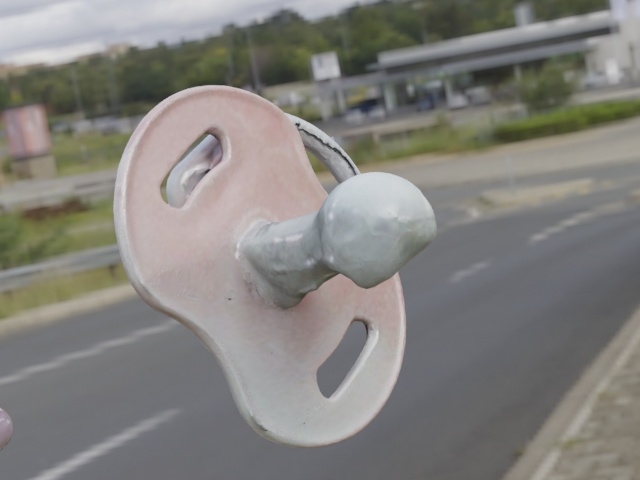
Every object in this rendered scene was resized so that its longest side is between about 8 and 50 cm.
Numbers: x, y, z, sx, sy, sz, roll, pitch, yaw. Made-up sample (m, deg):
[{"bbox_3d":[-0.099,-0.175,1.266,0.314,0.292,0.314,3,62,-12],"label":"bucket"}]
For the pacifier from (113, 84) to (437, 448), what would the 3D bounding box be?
[{"bbox_3d":[-0.028,0.017,1.257,0.220,0.332,0.273,-39,18,-4],"label":"pacifier"}]

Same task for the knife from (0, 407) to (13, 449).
[{"bbox_3d":[-0.228,0.146,0.739,0.132,0.038,0.398,-37,2,9],"label":"knife"}]
